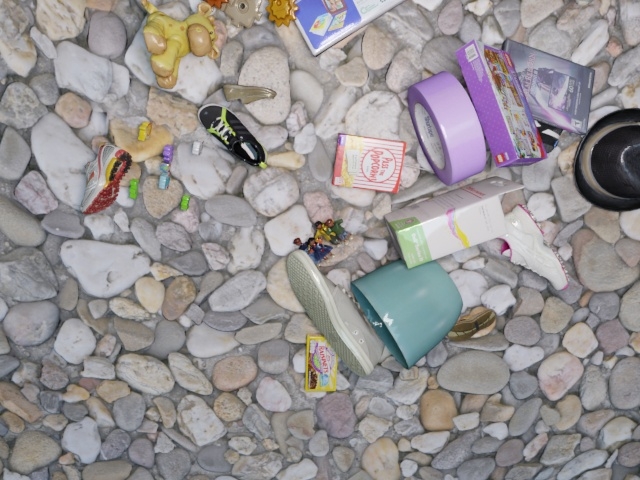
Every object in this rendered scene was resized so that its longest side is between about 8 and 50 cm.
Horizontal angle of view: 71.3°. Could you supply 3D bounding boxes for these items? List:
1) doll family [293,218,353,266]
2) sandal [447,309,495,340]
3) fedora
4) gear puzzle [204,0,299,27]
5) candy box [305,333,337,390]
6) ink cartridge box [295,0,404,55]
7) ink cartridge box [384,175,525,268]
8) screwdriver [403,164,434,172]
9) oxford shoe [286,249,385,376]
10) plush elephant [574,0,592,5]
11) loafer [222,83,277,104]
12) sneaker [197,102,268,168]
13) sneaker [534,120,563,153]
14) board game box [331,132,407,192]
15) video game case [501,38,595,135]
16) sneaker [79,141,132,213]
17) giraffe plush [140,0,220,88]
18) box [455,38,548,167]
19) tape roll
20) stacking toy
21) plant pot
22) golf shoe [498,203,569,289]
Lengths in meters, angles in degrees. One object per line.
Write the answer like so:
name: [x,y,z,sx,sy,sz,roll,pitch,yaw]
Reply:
doll family: [0.000,0.000,1.326,0.111,0.076,0.193,39,105,-18]
sandal: [0.482,0.270,1.448,0.180,0.049,0.072,-23,113,-11]
fedora: [0.907,-0.215,1.259,0.333,0.152,0.334,-1,107,-2]
gear puzzle: [-0.209,-0.629,1.098,0.338,0.044,0.176,31,116,-3]
candy box: [0.004,0.404,1.474,0.105,0.027,0.206,0,107,-6]
ink cartridge box: [0.036,-0.683,1.122,0.303,0.072,0.307,-29,104,7]
ink cartridge box: [0.376,-0.059,1.253,0.353,0.207,0.119,-20,106,4]
screwdriver: [0.325,-0.206,1.304,0.169,0.024,0.025,16,135,-5]
oxford shoe: [0.049,0.209,1.369,0.130,0.169,0.449,-39,100,-27]
plush elephant: [0.825,-0.695,1.057,0.255,0.330,0.272,7,90,-42]
loafer: [-0.191,-0.393,1.207,0.147,0.056,0.050,8,108,5]
sneaker: [-0.232,-0.286,1.213,0.234,0.097,0.084,38,101,-13]
sneaker: [0.576,-0.296,1.257,0.216,0.079,0.121,6,106,-5]
board game box: [0.137,-0.221,1.277,0.193,0.045,0.147,6,107,-5]
video game case: [0.606,-0.414,1.207,0.274,0.026,0.196,16,79,-8]
sneaker: [-0.614,-0.171,1.249,0.092,0.088,0.225,36,103,9]
giraffe plush: [-0.343,-0.506,1.127,0.170,0.181,0.210,-9,73,-10]
box: [0.439,-0.321,1.073,0.057,0.200,0.294,-23,81,45]
tape roll: [0.319,-0.284,1.146,0.090,0.275,0.275,-22,107,4]
stacking toy: [-0.435,-0.204,1.257,0.166,0.052,0.221,15,108,-5]
plant pot: [0.262,0.181,1.293,0.235,0.293,0.293,-33,106,-6]
golf shoe: [0.636,0.038,1.358,0.140,0.115,0.306,-33,99,18]
